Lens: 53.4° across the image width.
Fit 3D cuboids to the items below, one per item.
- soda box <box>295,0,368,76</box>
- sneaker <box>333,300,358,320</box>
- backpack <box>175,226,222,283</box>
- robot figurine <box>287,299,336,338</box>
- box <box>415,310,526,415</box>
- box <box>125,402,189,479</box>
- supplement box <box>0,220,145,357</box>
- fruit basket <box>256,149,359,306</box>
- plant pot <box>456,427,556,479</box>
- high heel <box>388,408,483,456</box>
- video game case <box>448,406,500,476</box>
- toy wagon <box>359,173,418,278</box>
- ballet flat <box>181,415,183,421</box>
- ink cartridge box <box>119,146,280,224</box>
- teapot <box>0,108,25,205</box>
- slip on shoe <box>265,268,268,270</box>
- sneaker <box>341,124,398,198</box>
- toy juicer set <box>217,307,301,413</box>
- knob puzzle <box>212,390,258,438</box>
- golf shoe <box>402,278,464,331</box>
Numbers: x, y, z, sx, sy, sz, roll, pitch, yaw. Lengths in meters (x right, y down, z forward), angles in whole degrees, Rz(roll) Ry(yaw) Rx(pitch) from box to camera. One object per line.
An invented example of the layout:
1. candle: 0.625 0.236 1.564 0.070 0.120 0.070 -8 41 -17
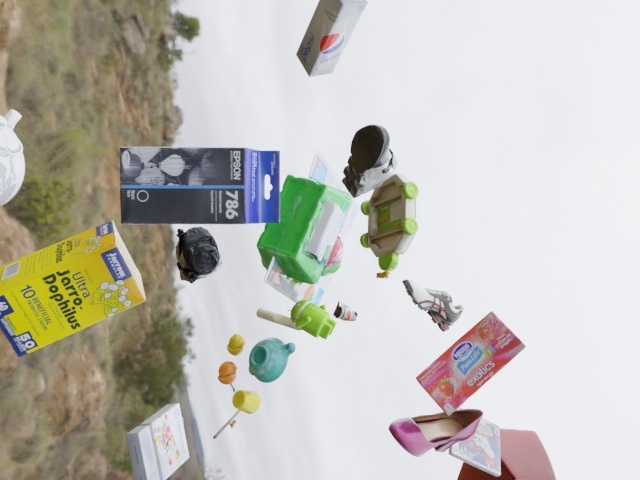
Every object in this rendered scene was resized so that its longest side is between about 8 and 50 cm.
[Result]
1. soda box: 0.028 -0.610 1.846 0.098 0.091 0.286 62 -32 18
2. sneaker: 0.093 0.261 2.279 0.161 0.075 0.057 -135 -112 -85
3. backpack: -0.339 0.047 1.759 0.182 0.115 0.151 143 -66 -65
4. robot figurine: -0.022 0.186 1.509 0.115 0.101 0.067 30 -63 16
5. box: 0.437 0.363 1.864 0.142 0.300 0.154 48 -2 19
6. box: -0.381 0.487 1.503 0.186 0.038 0.145 -23 104 -74
7. supplement box: -0.687 0.124 1.726 0.195 0.357 0.194 46 -22 61
8. fruit basket: 0.000 0.000 1.544 0.166 0.326 0.353 16 -14 30
9. plant pot: 0.688 0.858 2.288 0.235 0.268 0.267 -127 -131 -66
10. high heel: 0.345 0.542 1.893 0.377 0.181 0.127 25 23 -54
11. video game case: 0.517 0.667 2.129 0.023 0.201 0.183 -48 -161 43
12. toy wagon: 0.227 -0.040 2.096 0.267 0.068 0.344 -21 -116 59
13. ballet flat: -0.561 0.758 2.374 0.248 0.086 0.086 -100 -173 -60
14. ink cartridge box: -0.251 -0.115 1.343 0.065 0.333 0.165 -127 -144 -87
15. teapot: -0.781 -0.207 1.454 0.256 0.187 0.253 48 15 24
16. slip on shoe: -0.073 0.018 2.142 0.331 0.101 0.122 -37 -128 34
17. sneaker: 0.168 -0.248 1.886 0.330 0.146 0.122 117 -47 -65
18. toy juicer set: -0.176 0.329 1.884 0.209 0.329 0.089 39 5 40
19. knob puzzle: -0.292 0.608 2.140 0.030 0.213 0.213 44 -23 5
20. golf shoe: 0.407 0.211 2.322 0.273 0.120 0.105 42 12 -25
